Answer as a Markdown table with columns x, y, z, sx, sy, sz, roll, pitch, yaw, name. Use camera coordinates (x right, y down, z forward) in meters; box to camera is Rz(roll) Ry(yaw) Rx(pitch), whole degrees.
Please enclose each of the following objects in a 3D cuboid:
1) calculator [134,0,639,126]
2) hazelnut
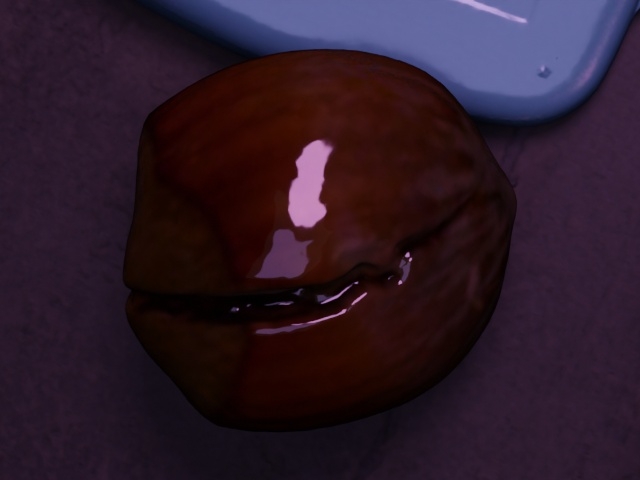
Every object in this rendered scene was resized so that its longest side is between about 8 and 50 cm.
| x | y | z | sx | sy | sz | roll | pitch | yaw | name |
| --- | --- | --- | --- | --- | --- | --- | --- | --- | --- |
| 0.025 | -0.215 | 0.803 | 0.386 | 0.054 | 0.256 | 20 | 101 | 3 | calculator |
| 0.000 | 0.001 | 0.771 | 0.181 | 0.181 | 0.212 | 1 | 109 | 36 | hazelnut |
